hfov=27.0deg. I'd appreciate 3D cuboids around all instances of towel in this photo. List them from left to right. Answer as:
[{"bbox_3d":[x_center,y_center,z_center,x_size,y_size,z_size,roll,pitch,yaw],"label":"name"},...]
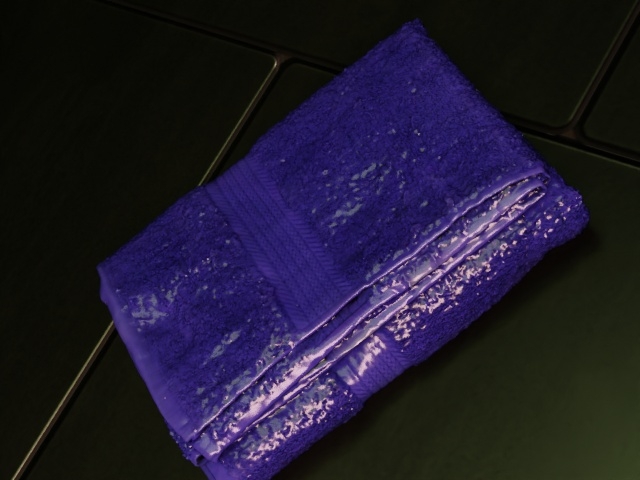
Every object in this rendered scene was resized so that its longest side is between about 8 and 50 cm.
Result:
[{"bbox_3d":[0.000,0.000,0.902,0.308,0.076,0.227,-38,54,1],"label":"towel"}]
